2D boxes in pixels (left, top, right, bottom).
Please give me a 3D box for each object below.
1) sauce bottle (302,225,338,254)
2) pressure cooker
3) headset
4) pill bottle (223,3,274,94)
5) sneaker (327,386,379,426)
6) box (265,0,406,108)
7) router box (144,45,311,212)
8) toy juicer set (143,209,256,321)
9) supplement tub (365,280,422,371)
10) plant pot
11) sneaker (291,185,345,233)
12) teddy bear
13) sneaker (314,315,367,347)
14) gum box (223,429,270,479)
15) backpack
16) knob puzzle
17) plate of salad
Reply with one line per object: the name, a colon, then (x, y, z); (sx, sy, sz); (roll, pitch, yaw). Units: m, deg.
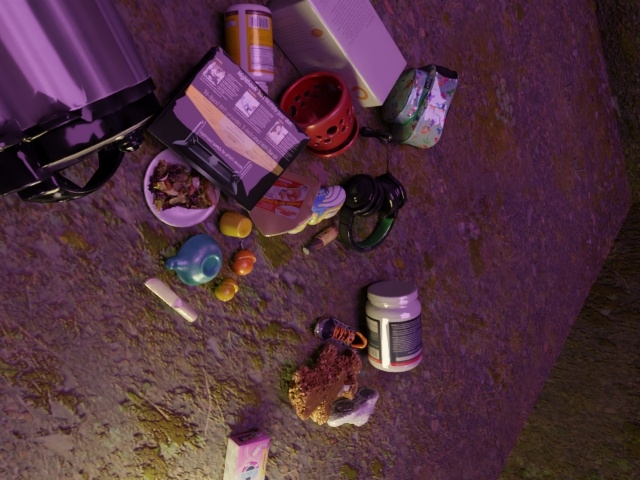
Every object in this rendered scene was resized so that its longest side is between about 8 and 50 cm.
sauce bottle: (0.000, 0.000, 1.499); (0.128, 0.042, 0.042); (-36, 120, -32)
pressure cooker: (-0.484, -0.272, 0.809); (0.370, 0.376, 0.420); (-40, 121, -32)
headset: (0.155, -0.158, 1.571); (0.244, 0.185, 0.393); (-9, 119, -45)
pill bottle: (-0.176, -0.461, 1.209); (0.117, 0.117, 0.214); (-11, 105, -39)
sneaker: (0.117, 0.605, 1.688); (0.232, 0.090, 0.115); (-13, 110, -38)
box: (0.038, -0.538, 1.314); (0.345, 0.215, 0.168); (44, 68, -38)
router box: (-0.212, -0.255, 1.153); (0.243, 0.081, 0.309); (-49, 120, -2)
toy juicer set: (-0.297, 0.081, 1.237); (0.329, 0.090, 0.209); (-41, 136, -38)
supplement tub: (0.251, 0.292, 1.673); (0.191, 0.191, 0.272); (-16, 109, -38)
plant pot: (0.003, -0.334, 1.335); (0.191, 0.191, 0.174); (-59, 150, -16)
sneaker: (-0.011, -0.114, 1.406); (0.240, 0.091, 0.126); (-38, 157, -28)
teddy bear: (0.015, 0.458, 1.574); (0.338, 0.113, 0.244); (-25, 121, -43)
sneaker: (0.069, 0.304, 1.591); (0.215, 0.083, 0.084); (22, 85, -40)
gum box: (-0.218, 0.655, 1.421); (0.107, 0.062, 0.188); (4, 96, -41)
backpack: (0.313, -0.430, 1.574); (0.191, 0.225, 0.253); (5, 100, -19)
knob puzzle: (-0.110, -0.095, 1.315); (0.213, 0.213, 0.030); (-61, 167, -15)
plate of salad: (-0.328, -0.130, 1.187); (0.200, 0.048, 0.199); (-10, 105, -39)
